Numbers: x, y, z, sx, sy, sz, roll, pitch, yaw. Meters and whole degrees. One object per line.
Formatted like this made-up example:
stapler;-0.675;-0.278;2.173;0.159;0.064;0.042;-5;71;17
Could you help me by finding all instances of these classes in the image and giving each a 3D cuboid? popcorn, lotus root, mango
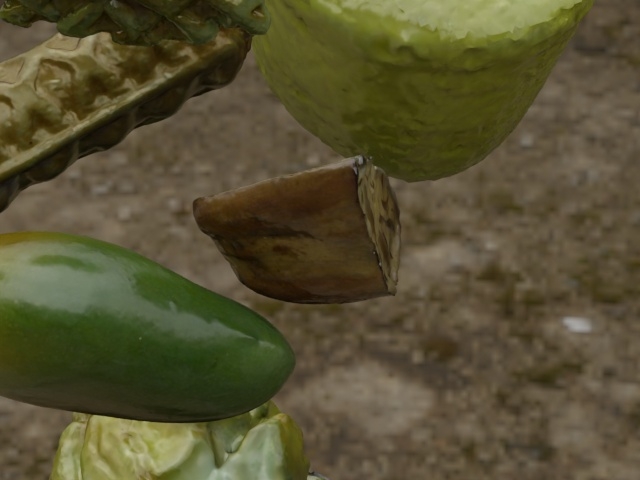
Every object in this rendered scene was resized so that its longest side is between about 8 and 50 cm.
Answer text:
popcorn;-0.127;0.249;1.699;0.276;0.276;0.225;-14;43;-30
lotus root;-0.003;-0.002;1.230;0.135;0.095;0.159;-11;-11;23
mango;-0.144;0.062;1.242;0.251;0.156;0.114;11;58;-19

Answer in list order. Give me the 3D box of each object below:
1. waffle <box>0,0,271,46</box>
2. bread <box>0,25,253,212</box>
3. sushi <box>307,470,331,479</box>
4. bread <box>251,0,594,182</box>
waffle;-0.132;-0.210;1.118;0.214;0.208;0.054;0;43;5
bread;-0.167;-0.114;1.326;0.269;0.098;0.087;-30;18;-15
sushi;-0.081;0.394;1.991;0.328;0.328;0.285;31;0;9
bread;0.088;-0.253;1.738;0.348;0.308;0.348;4;60;-8
